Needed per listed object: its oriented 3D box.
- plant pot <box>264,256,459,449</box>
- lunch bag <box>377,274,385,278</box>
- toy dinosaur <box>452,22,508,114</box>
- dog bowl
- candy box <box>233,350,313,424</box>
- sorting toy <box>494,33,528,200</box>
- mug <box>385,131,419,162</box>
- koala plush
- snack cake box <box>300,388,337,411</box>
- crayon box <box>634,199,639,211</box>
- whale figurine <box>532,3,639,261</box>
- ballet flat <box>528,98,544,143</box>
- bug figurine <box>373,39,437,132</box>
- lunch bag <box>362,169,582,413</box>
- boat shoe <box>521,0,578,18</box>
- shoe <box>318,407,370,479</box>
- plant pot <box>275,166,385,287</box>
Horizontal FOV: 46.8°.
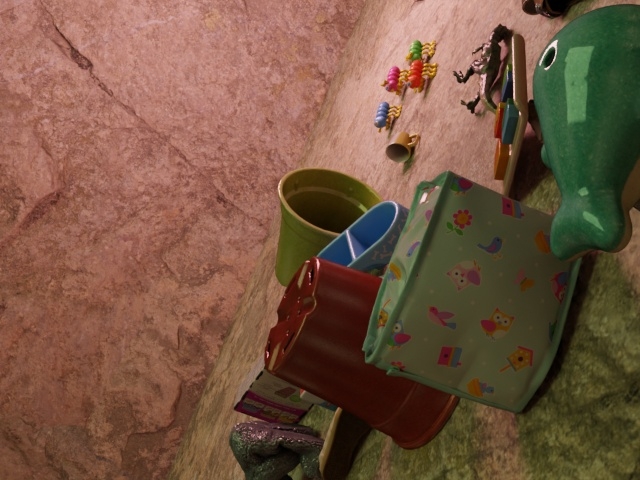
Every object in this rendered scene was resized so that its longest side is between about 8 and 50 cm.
[{"bbox_3d":[0.066,0.167,1.211,0.272,0.265,0.272,-60,14,26],"label":"plant pot"},{"bbox_3d":[0.140,0.103,1.448,0.083,0.071,0.053,-31,37,67],"label":"lunch bag"},{"bbox_3d":[0.325,-0.328,1.489,0.118,0.064,0.268,-38,34,51],"label":"toy dinosaur"},{"bbox_3d":[0.086,0.030,1.568,0.297,0.074,0.166,-40,26,16],"label":"dog bowl"},{"bbox_3d":[-0.087,0.340,1.739,0.233,0.159,0.071,-54,19,39],"label":"candy box"},{"bbox_3d":[0.301,-0.191,1.180,0.208,0.038,0.193,82,-165,-48],"label":"sorting toy"},{"bbox_3d":[0.205,-0.234,1.821,0.062,0.078,0.064,81,-156,-45],"label":"mug"},{"bbox_3d":[-0.105,0.499,1.533,0.196,0.203,0.221,174,107,-75],"label":"koala plush"},{"bbox_3d":[0.035,0.218,1.624,0.152,0.089,0.264,-54,18,36],"label":"snack cake box"},{"bbox_3d":[0.428,-0.174,0.781,0.323,0.083,0.203,-63,14,18],"label":"crayon box"},{"bbox_3d":[0.282,-0.118,0.764,0.272,0.141,0.216,-71,14,-13],"label":"whale figurine"},{"bbox_3d":[0.354,-0.174,1.101,0.206,0.073,0.067,-133,59,-78],"label":"ballet flat"},{"bbox_3d":[0.222,-0.431,2.019,0.279,0.072,0.216,-48,23,55],"label":"bug figurine"},{"bbox_3d":[0.195,0.074,0.962,0.160,0.223,0.262,163,128,-80],"label":"lunch bag"},{"bbox_3d":[0.411,-0.434,1.311,0.183,0.066,0.066,165,126,-73],"label":"boat shoe"},{"bbox_3d":[0.049,0.347,1.382,0.219,0.077,0.058,-66,18,11],"label":"shoe"},{"bbox_3d":[0.000,0.000,1.826,0.276,0.276,0.254,-85,12,-53],"label":"plant pot"}]
